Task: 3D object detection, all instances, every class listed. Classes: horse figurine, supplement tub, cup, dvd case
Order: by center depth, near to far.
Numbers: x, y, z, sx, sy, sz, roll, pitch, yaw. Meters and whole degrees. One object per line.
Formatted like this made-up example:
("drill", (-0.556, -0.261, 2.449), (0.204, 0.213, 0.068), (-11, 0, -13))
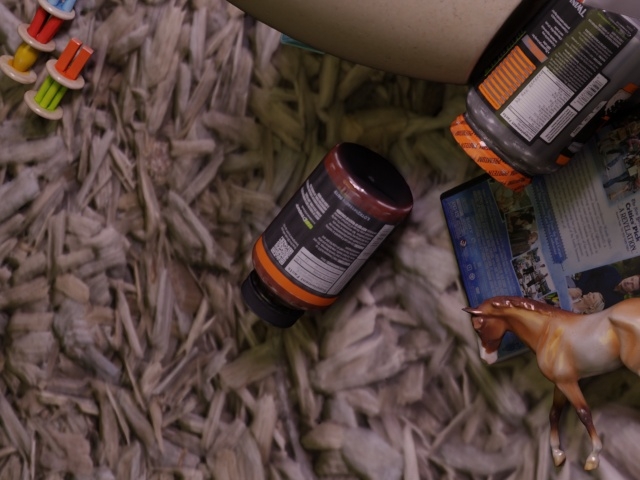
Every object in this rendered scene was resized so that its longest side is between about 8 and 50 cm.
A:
("horse figurine", (0.268, 0.116, 1.590), (0.263, 0.066, 0.174), (-14, 92, 40))
("supplement tub", (0.215, -0.143, 1.606), (0.190, 0.117, 0.117), (-47, 60, 17))
("cup", (0.098, -0.281, 1.627), (0.237, 0.331, 0.331), (41, 115, 8))
("dvd case", (0.237, -0.005, 1.659), (0.253, 0.022, 0.180), (-25, 72, 36))
("supplement tub", (0.000, 0.000, 1.797), (0.198, 0.106, 0.106), (-50, 60, 26))

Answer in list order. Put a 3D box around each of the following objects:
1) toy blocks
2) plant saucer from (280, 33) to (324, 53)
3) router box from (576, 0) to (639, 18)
("toy blocks", (-0.313, -0.237, 2.094), (0.123, 0.054, 0.148), (50, 117, 30))
("plant saucer", (0.006, -0.297, 1.862), (0.067, 0.018, 0.192), (19, 101, 37))
("router box", (0.333, -0.317, 1.396), (0.082, 0.335, 0.301), (38, 112, 33))
